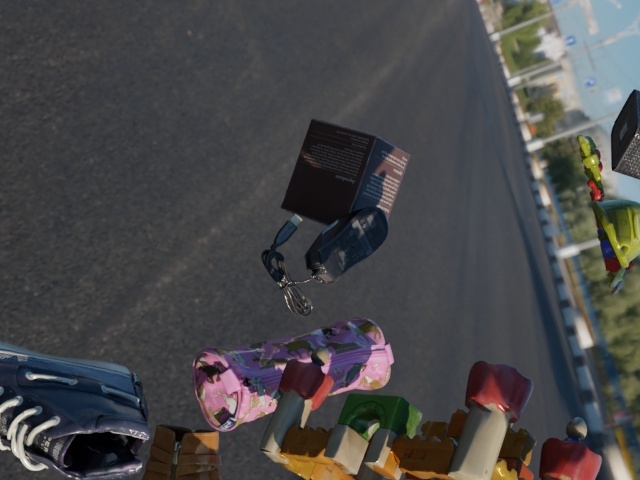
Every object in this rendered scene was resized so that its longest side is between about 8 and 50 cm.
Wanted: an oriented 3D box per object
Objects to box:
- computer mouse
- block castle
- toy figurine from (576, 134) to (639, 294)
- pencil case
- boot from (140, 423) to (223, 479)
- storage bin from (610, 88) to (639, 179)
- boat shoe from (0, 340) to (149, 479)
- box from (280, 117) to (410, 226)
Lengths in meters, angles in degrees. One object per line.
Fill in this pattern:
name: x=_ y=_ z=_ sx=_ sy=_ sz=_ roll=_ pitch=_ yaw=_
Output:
computer mouse: x=0.000 y=0.000 z=1.658 sx=0.060 sy=0.262 sz=0.184 roll=30 pitch=-20 yaw=52
block castle: x=0.161 y=0.301 z=1.341 sx=0.303 sy=0.453 sz=0.213 roll=45 pitch=56 yaw=-31
toy figurine: x=0.481 y=-0.051 z=1.200 sx=0.362 sy=0.217 sz=0.191 roll=27 pitch=53 yaw=-68
pencil case: x=-0.046 y=0.243 z=1.672 sx=0.386 sy=0.160 sz=0.167 roll=-8 pitch=36 yaw=-38
boot: x=-0.309 y=0.451 z=1.629 sx=0.109 sy=0.283 sz=0.220 roll=8 pitch=80 yaw=-68
storage bin: x=0.687 y=-0.225 z=1.897 sx=0.180 sy=0.084 sz=0.122 roll=-69 pitch=177 yaw=-48
boat shoe: x=-0.367 y=0.209 z=1.074 sx=0.158 sy=0.340 sz=0.127 roll=41 pitch=-60 yaw=59
box: x=0.054 y=-0.123 z=1.833 sx=0.168 sy=0.167 sz=0.203 roll=18 pitch=92 yaw=-60
